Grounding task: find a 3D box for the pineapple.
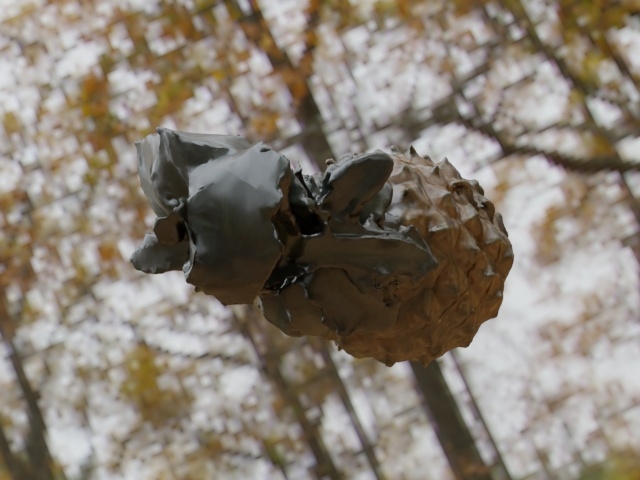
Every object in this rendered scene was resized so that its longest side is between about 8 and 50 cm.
[{"bbox_3d":[0.000,0.000,0.904,0.119,0.111,0.237,-25,-18,22],"label":"pineapple"}]
